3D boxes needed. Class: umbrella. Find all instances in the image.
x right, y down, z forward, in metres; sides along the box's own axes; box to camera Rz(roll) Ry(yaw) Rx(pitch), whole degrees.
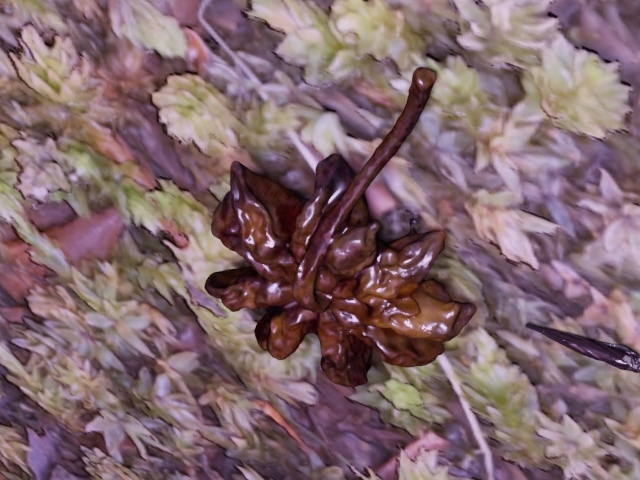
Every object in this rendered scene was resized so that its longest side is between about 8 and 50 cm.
[{"bbox_3d":[0.175,0.068,1.159,0.122,0.013,0.022,21,160,18],"label":"umbrella"}]

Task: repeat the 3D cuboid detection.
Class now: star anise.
[{"bbox_3d":[0.000,-0.003,1.179,0.177,0.073,0.234,4,124,23],"label":"star anise"}]
